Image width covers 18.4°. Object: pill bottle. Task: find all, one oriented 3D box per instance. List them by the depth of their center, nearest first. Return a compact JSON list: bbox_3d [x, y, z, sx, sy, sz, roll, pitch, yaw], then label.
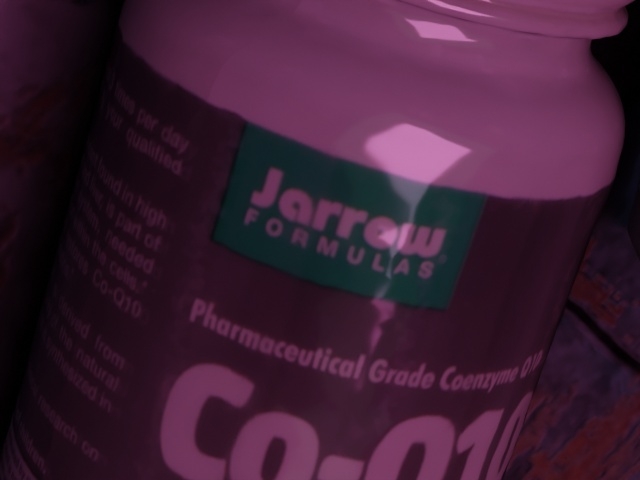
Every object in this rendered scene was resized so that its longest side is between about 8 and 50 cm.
[{"bbox_3d":[0.000,0.000,0.787,0.204,0.204,0.361,7,112,-26],"label":"pill bottle"}]

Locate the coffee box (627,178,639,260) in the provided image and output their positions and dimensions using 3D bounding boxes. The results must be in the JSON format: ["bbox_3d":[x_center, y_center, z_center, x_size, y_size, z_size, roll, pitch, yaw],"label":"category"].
[{"bbox_3d":[0.341,-0.067,0.778,0.338,0.334,0.338,7,114,-6],"label":"coffee box"}]
